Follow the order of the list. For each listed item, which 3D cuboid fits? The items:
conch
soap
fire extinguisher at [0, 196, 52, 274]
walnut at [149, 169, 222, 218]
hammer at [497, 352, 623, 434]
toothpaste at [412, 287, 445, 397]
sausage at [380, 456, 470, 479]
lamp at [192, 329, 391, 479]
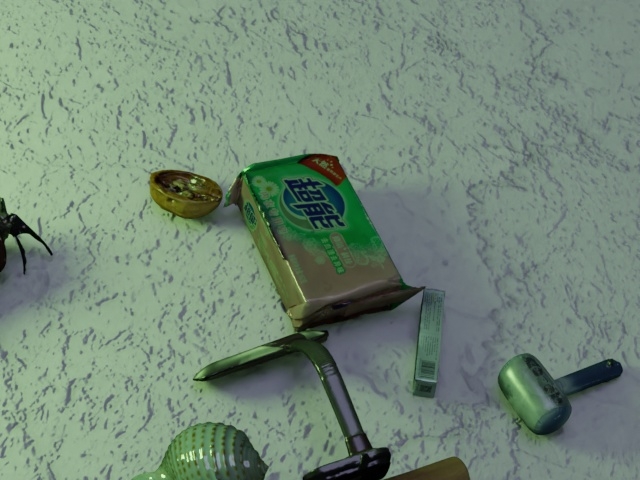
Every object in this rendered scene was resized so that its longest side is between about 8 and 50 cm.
[{"bbox_3d":[-0.147,0.318,1.646,0.131,0.200,0.172,14,59,-45],"label":"conch"},{"bbox_3d":[-0.001,0.002,1.946,0.217,0.098,0.273,-11,55,-23],"label":"soap"},{"bbox_3d":[-0.545,0.044,1.840,0.337,0.135,0.114,-31,19,-27],"label":"fire extinguisher"},{"bbox_3d":[-0.206,-0.064,2.001,0.121,0.052,0.091,22,32,18],"label":"walnut"},{"bbox_3d":[0.348,0.199,1.854,0.193,0.069,0.116,-15,53,-28],"label":"hammer"},{"bbox_3d":[0.153,0.144,1.878,0.034,0.046,0.164,8,50,2],"label":"toothpaste"},{"bbox_3d":[0.055,0.337,1.677,0.301,0.066,0.066,-9,52,-23],"label":"sausage"},{"bbox_3d":[-0.044,0.225,1.746,0.203,0.124,0.283,-19,52,-9],"label":"lamp"}]
